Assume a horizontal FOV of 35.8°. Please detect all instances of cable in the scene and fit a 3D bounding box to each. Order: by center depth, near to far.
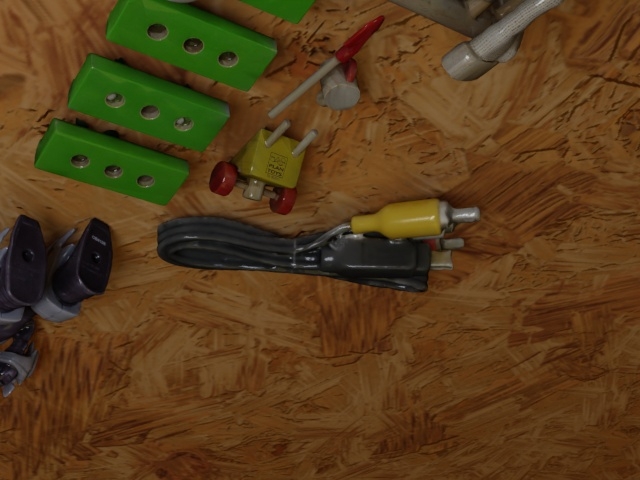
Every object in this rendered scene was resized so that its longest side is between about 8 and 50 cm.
[{"bbox_3d":[0.000,0.000,0.909,0.287,0.072,0.139,3,160,1],"label":"cable"}]

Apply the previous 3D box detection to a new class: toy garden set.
[{"bbox_3d":[-0.066,-0.117,0.719,0.204,0.049,0.244,17,135,-30],"label":"toy garden set"}]

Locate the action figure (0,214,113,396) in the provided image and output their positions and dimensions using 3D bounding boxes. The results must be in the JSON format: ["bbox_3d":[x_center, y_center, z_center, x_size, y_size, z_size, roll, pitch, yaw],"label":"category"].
[{"bbox_3d":[-0.310,0.074,0.876,0.285,0.099,0.185,-30,147,30],"label":"action figure"}]

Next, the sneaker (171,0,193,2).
[{"bbox_3d":[-0.158,-0.219,0.513,0.256,0.151,0.094,30,88,-54],"label":"sneaker"}]

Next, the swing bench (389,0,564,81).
[{"bbox_3d":[0.116,-0.228,0.514,0.255,0.165,0.253,24,131,-39],"label":"swing bench"}]
